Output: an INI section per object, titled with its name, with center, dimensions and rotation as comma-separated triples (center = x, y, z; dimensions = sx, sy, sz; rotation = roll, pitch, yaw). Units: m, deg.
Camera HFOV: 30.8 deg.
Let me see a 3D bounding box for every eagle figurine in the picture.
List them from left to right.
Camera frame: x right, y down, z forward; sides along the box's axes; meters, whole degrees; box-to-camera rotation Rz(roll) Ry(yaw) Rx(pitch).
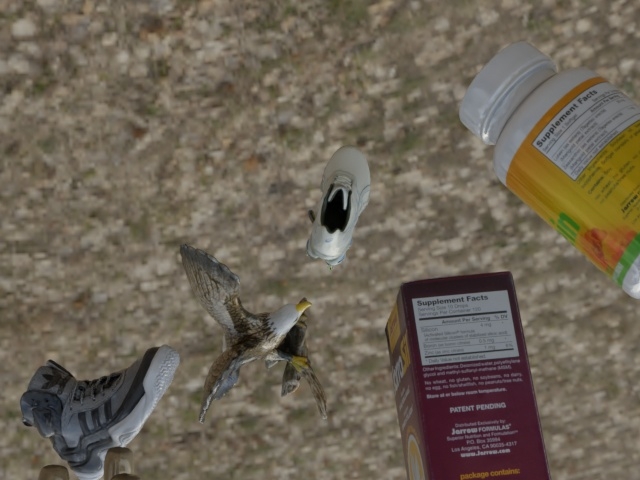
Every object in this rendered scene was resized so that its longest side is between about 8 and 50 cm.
[eagle figurine]
center = -0.114, 0.137, 1.702
dimensions = 0.298, 0.226, 0.225
rotation = 11, 112, -52

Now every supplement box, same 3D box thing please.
[supplement box]
center = 0.100, 0.128, 0.799
dimensions = 0.080, 0.188, 0.104
rotation = -5, 157, -6

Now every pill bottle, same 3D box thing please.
[pill bottle]
center = 0.249, -0.074, 1.082
dimensions = 0.136, 0.245, 0.136
rotation = -36, 155, -20

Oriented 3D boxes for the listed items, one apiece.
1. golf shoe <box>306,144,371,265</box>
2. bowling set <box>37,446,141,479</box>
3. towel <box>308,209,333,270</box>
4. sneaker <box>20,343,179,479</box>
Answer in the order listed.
[golf shoe]
center = 0.031, -0.057, 1.487
dimensions = 0.069, 0.176, 0.086
rotation = 12, 152, -1
[bowling set]
center = -0.295, 0.349, 1.346
dimensions = 0.199, 0.154, 0.287
rotation = 3, -174, -15
[towel]
center = 0.000, 0.000, 1.563
dimensions = 0.009, 0.060, 0.083
rotation = -22, 152, -4
[sneaker]
center = -0.300, 0.202, 1.518
dimensions = 0.153, 0.101, 0.268
rotation = 36, 125, -5
